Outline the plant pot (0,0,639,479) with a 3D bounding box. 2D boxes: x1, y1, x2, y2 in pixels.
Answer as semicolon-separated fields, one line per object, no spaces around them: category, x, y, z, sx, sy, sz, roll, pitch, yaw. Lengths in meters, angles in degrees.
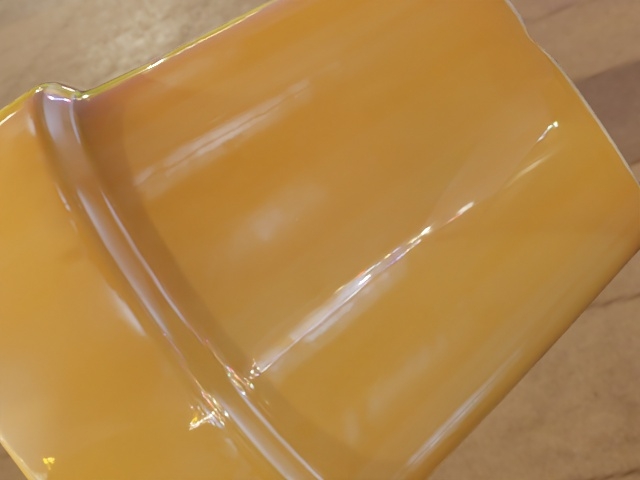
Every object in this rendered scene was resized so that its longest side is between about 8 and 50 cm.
plant pot;0.000;0.000;0.449;0.188;0.205;0.205;-38;25;6
